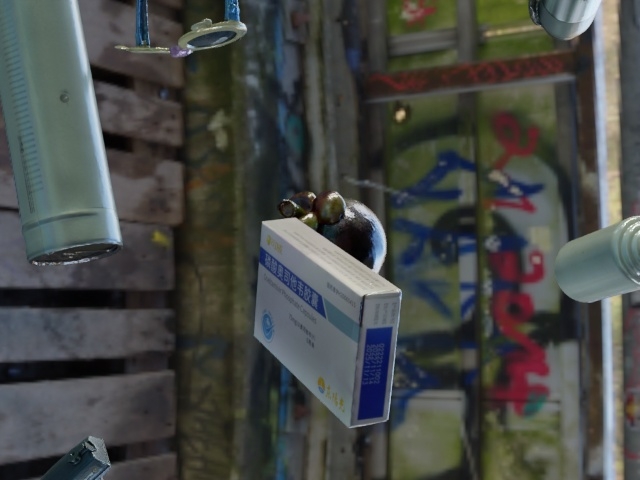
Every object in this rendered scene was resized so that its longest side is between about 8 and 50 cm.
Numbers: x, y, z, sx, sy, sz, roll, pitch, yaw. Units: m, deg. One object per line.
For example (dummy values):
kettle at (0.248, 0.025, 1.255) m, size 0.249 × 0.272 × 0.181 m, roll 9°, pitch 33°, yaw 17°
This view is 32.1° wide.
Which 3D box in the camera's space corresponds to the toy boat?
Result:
toy boat at (-0.321, 0.307, 1.388) m, size 0.060 × 0.141 × 0.055 m, roll 45°, pitch 6°, yaw -37°

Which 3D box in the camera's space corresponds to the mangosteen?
mangosteen at (0.000, 0.000, 1.868) m, size 0.230 × 0.194 × 0.194 m, roll 41°, pitch 50°, yaw -26°

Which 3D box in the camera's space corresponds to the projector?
projector at (-0.302, -0.143, 1.239) m, size 0.108 × 0.108 × 0.337 m, roll 5°, pitch 71°, yaw -60°

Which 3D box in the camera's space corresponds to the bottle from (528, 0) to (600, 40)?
bottle at (0.330, -0.349, 1.456) m, size 0.253 × 0.096 × 0.079 m, roll 82°, pitch 12°, yaw -70°

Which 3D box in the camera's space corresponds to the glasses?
glasses at (-0.151, -0.327, 1.393) m, size 0.088 × 0.190 × 0.220 m, roll 26°, pitch 70°, yaw -41°

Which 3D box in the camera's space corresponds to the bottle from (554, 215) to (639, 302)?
bottle at (0.443, 0.026, 1.635) m, size 0.245 × 0.104 × 0.104 m, roll 143°, pitch -47°, yaw -71°

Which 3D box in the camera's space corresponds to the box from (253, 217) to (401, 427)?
box at (0.000, 0.110, 1.638) m, size 0.065 × 0.343 × 0.200 m, roll -4°, pitch 110°, yaw -26°
